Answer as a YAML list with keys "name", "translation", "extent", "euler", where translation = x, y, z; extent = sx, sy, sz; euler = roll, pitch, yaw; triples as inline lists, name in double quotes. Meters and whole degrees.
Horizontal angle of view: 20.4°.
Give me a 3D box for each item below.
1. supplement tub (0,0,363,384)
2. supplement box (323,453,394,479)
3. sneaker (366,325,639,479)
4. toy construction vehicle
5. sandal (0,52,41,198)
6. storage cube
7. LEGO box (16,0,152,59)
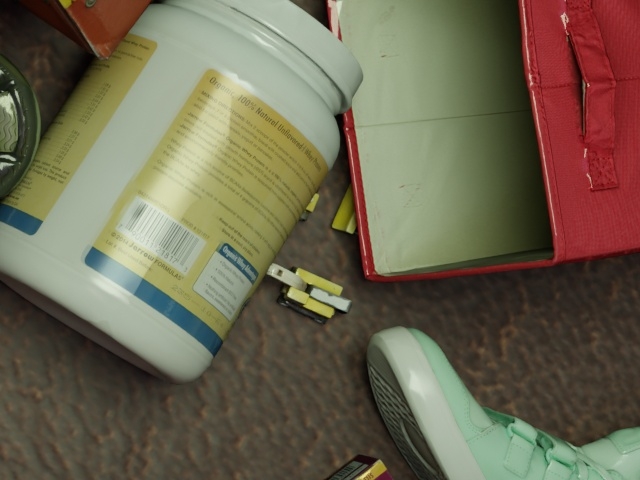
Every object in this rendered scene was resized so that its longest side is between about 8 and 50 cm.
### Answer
- name: "supplement tub"
  translation: [-0.079, -0.038, 0.973]
  extent: [0.144, 0.144, 0.199]
  euler: [34, 80, -13]
- name: "supplement box"
  translation: [0.030, 0.176, 1.053]
  extent: [0.055, 0.043, 0.083]
  euler: [-37, 99, -16]
- name: "sneaker"
  translation: [0.141, 0.120, 1.059]
  extent: [0.151, 0.094, 0.256]
  euler: [-38, 109, -8]
- name: "toy construction vehicle"
  translation: [0.000, 0.000, 1.053]
  extent: [0.098, 0.035, 0.086]
  euler: [28, 81, -14]
- name: "sandal"
  translation: [-0.289, -0.098, 0.940]
  extent: [0.303, 0.086, 0.120]
  euler: [26, 100, 1]
- name: "storage cube"
  translation: [0.139, -0.082, 1.002]
  extent: [0.193, 0.215, 0.183]
  euler: [-8, 90, -29]
- name: "LEGO box"
  translation: [-0.121, -0.400, 0.862]
  extent: [0.372, 0.193, 0.500]
  euler: [31, 78, 20]
